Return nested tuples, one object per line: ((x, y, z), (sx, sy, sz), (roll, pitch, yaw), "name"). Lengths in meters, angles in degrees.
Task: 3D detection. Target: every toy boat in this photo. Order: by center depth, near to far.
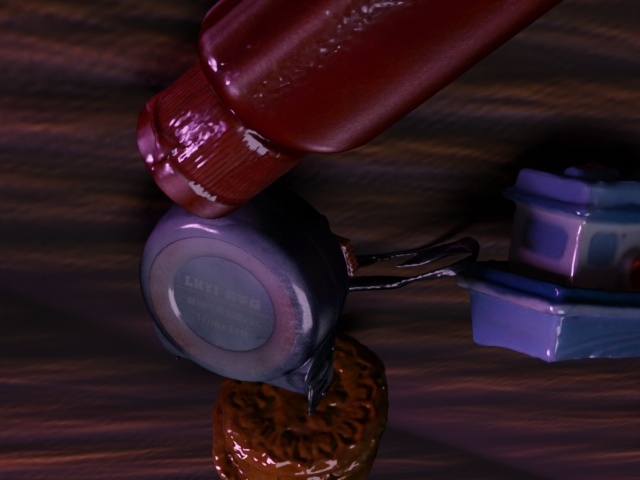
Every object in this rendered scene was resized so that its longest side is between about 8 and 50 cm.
((0.182, 0.007, 0.805), (0.238, 0.098, 0.109), (-1, -169, -38), "toy boat")

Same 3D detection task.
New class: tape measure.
((-0.003, -0.002, 0.753), (0.180, 0.104, 0.107), (-33, 140, -41), "tape measure")

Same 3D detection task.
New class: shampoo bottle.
((0.033, -0.098, 0.579), (0.260, 0.064, 0.102), (-34, 148, 31), "shampoo bottle")

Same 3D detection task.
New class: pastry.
((-0.011, 0.099, 0.851), (0.109, 0.097, 0.057), (-28, 155, -19), "pastry")
